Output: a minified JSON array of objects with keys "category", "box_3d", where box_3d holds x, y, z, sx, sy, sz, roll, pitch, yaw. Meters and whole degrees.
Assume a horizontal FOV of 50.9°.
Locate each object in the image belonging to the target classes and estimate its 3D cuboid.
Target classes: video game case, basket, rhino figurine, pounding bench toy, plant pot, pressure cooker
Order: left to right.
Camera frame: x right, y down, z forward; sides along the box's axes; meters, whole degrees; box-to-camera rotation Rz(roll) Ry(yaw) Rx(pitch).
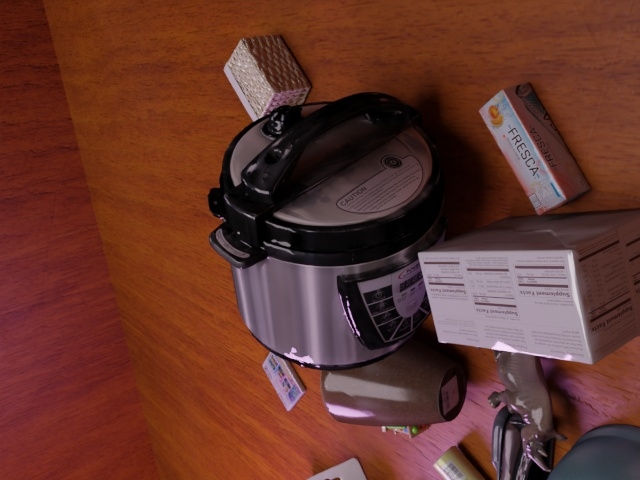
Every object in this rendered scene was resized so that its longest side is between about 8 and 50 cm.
[{"category":"basket","box_3d":[-0.113,-0.345,1.432,0.167,0.113,0.103,59,144,16]},{"category":"video game case","box_3d":[-0.105,0.389,1.908,0.157,0.019,0.143,57,145,21]},{"category":"pressure cooker","box_3d":[0.014,-0.034,1.119,0.369,0.376,0.420,-85,-5,-47]},{"category":"plant pot","box_3d":[0.156,0.274,1.306,0.231,0.215,0.215,5,112,41]},{"category":"pounding bench toy","box_3d":[0.177,0.386,1.420,0.065,0.083,0.052,-4,103,58]},{"category":"rhino figurine","box_3d":[0.327,0.249,1.085,0.106,0.073,0.243,-45,50,52]},{"category":"plant pot","box_3d":[0.429,0.442,0.969,0.293,0.196,0.292,32,131,45]}]

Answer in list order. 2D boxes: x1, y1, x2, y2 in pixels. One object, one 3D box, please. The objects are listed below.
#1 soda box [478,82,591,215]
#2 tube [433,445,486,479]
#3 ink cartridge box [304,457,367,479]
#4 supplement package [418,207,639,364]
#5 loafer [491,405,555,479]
[{"category":"soda box","box_3d":[0.306,-0.132,0.965,0.183,0.063,0.058,63,147,9]},{"category":"tube","box_3d":[0.321,0.511,1.304,0.240,0.062,0.070,47,176,24]},{"category":"ink cartridge box","box_3d":[0.072,0.741,1.639,0.353,0.207,0.119,64,-174,9]},{"category":"supplement package","box_3d":[0.308,0.054,0.930,0.262,0.204,0.145,-1,105,57]},{"category":"loafer","box_3d":[0.357,0.436,1.161,0.095,0.109,0.302,5,106,46]}]
